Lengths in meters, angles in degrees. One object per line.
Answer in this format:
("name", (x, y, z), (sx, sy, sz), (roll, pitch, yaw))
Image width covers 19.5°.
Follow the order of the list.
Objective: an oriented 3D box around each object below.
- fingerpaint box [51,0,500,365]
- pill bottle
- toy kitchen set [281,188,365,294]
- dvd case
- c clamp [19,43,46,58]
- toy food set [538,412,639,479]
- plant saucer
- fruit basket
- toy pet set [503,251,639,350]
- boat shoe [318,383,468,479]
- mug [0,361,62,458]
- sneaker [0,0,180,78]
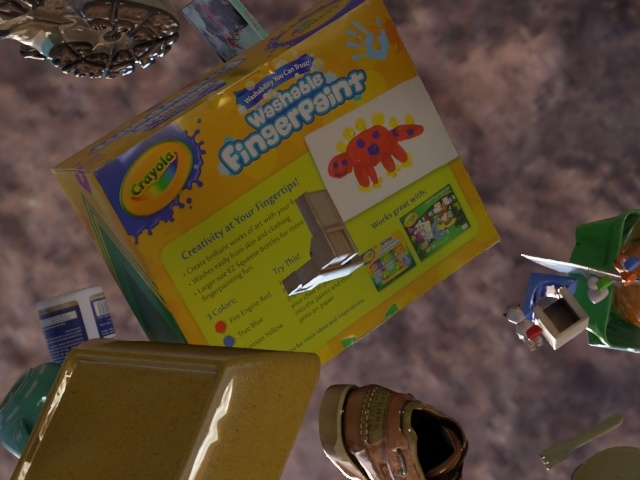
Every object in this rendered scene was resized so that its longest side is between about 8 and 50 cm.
("fingerpaint box", (-0.051, -0.045, 2.353), (0.371, 0.445, 0.163), (61, -22, -16))
("pill bottle", (-0.317, 0.152, 2.508), (0.094, 0.094, 0.169), (-16, -91, 60))
("toy kitchen set", (0.000, 0.000, 1.859), (0.083, 0.068, 0.075), (-39, -108, 42))
("dvd case", (-0.117, -0.261, 2.234), (0.087, 0.013, 0.119), (49, -24, -12))
("c clamp", (-0.289, -0.246, 1.842), (0.022, 0.137, 0.161), (9, -50, 35))
("toy food set", (0.354, 0.306, 2.233), (0.038, 0.132, 0.192), (55, 7, -46))
("plant saucer", (-0.194, 0.233, 1.852), (0.333, 0.333, 0.081), (1, -30, 41))
("fruit basket", (0.445, 0.075, 2.033), (0.353, 0.327, 0.165), (21, -81, 54))
("toy pet set", (0.218, 0.044, 1.687), (0.065, 0.122, 0.114), (54, -7, 18))
("boat shoe", (0.104, 0.237, 1.986), (0.104, 0.111, 0.307), (-2, -20, 25))
("mug", (-0.350, 0.219, 2.365), (0.097, 0.129, 0.158), (37, -13, -10))
("sneaker", (-0.234, -0.202, 1.327), (0.110, 0.283, 0.122), (-40, -124, 28))
